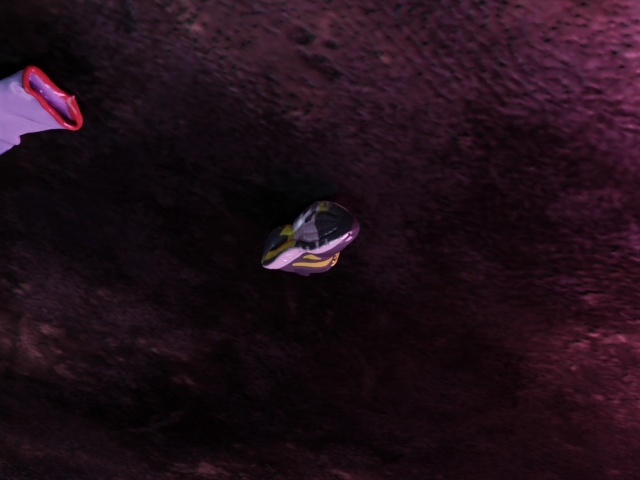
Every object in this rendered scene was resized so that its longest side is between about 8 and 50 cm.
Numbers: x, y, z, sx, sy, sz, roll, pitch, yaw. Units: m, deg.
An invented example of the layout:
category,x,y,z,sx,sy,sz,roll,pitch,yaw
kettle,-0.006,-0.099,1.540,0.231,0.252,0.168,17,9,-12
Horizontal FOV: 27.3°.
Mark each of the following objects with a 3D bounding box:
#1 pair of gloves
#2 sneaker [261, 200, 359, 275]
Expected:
category,x,y,z,sx,sy,sz,roll,pitch,yaw
pair of gloves,-0.234,-0.107,0.725,0.159,0.023,0.198,-5,144,31
sneaker,0.000,0.000,0.770,0.035,0.031,0.083,20,157,-31
